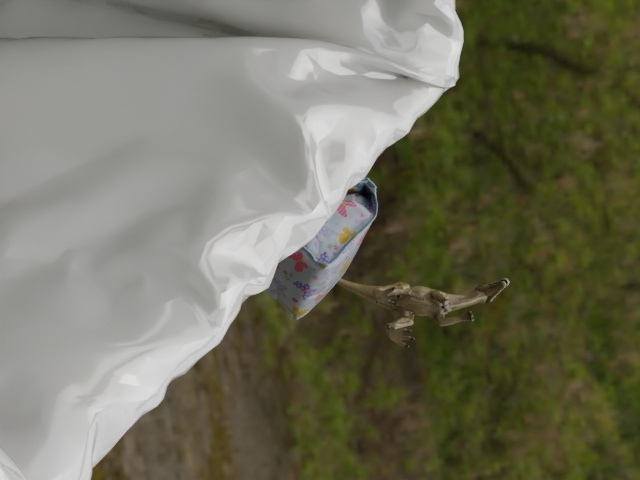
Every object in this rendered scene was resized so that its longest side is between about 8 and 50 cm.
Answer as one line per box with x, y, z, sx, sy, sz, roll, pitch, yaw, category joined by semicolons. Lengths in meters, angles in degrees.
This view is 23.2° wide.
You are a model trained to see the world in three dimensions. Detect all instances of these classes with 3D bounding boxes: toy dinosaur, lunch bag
0.073;0.054;1.383;0.092;0.183;0.053;-57;152;-71;toy dinosaur
0.000;0.000;1.043;0.053;0.083;0.071;40;-38;10;lunch bag

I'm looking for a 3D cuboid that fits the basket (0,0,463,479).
-0.150;-0.132;0.532;0.331;0.266;0.328;-47;139;-40;basket
